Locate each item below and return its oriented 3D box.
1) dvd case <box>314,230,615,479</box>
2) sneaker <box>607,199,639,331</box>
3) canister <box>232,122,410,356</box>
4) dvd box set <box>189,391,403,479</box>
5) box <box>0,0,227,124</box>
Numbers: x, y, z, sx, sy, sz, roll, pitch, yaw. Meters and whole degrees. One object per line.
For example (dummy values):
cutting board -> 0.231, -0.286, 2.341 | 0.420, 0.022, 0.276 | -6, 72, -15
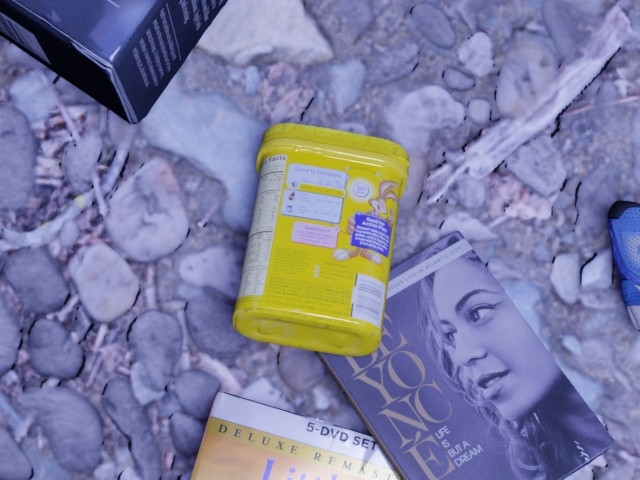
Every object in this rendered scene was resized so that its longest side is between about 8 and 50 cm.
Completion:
dvd case -> 0.110, 0.116, 1.104 | 0.165, 0.018, 0.221 | -29, 71, -19
sneaker -> 0.391, -0.044, 1.122 | 0.330, 0.130, 0.147 | -22, 88, -5
canister -> 0.000, 0.000, 1.099 | 0.126, 0.073, 0.170 | 10, 62, -1
dvd box set -> 0.002, 0.361, 1.063 | 0.308, 0.062, 0.420 | 17, 75, 0
box -> -0.164, -0.346, 1.089 | 0.293, 0.212, 0.395 | 33, 83, 2
